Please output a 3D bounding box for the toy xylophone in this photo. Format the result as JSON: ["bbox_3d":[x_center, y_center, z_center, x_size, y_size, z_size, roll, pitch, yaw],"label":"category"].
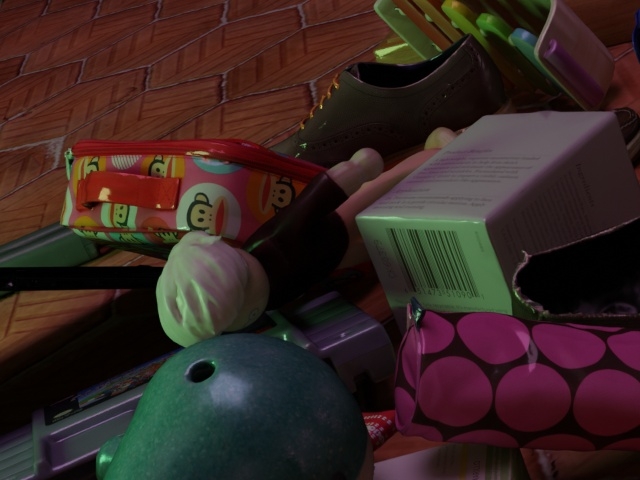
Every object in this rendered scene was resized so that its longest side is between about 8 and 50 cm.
[{"bbox_3d":[0.175,-0.244,2.060,0.081,0.236,0.323,-55,28,-7],"label":"toy xylophone"}]

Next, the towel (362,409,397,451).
[{"bbox_3d":[-0.084,0.207,1.436,0.275,0.031,0.199,-34,11,-27],"label":"towel"}]

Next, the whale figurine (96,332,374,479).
[{"bbox_3d":[-0.093,0.168,1.276,0.272,0.141,0.216,-38,38,-24],"label":"whale figurine"}]

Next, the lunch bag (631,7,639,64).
[{"bbox_3d":[0.353,-0.153,1.781,0.096,0.129,0.151,-26,21,-9],"label":"lunch bag"}]

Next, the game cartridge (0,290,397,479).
[{"bbox_3d":[-0.123,0.140,1.599,0.355,0.068,0.230,-23,13,-6],"label":"game cartridge"}]

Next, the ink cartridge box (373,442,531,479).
[{"bbox_3d":[0.028,0.220,1.306,0.235,0.056,0.171,-16,21,14],"label":"ink cartridge box"}]

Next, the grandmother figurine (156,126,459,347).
[{"bbox_3d":[0.000,0.000,1.621,0.342,0.208,0.104,-26,58,-39],"label":"grandmother figurine"}]

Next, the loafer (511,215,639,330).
[{"bbox_3d":[0.299,0.015,1.366,0.366,0.130,0.134,-25,48,12],"label":"loafer"}]

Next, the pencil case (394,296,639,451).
[{"bbox_3d":[0.157,0.093,1.315,0.209,0.095,0.098,7,37,-5],"label":"pencil case"}]

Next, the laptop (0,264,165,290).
[{"bbox_3d":[-0.309,0.143,1.822,0.408,0.236,0.382,0,1,-20],"label":"laptop"}]

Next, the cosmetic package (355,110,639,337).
[{"bbox_3d":[0.159,0.000,1.569,0.151,0.151,0.184,4,33,48],"label":"cosmetic package"}]

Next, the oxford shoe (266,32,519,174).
[{"bbox_3d":[0.027,-0.124,2.059,0.364,0.132,0.130,-19,21,14],"label":"oxford shoe"}]

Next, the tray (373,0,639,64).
[{"bbox_3d":[0.285,-0.285,2.275,0.411,0.076,0.203,-11,24,29],"label":"tray"}]

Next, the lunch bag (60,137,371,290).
[{"bbox_3d":[-0.115,-0.031,1.826,0.258,0.120,0.293,14,-7,-39],"label":"lunch bag"}]

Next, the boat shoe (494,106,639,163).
[{"bbox_3d":[0.192,-0.077,1.813,0.257,0.095,0.095,-28,20,-11],"label":"boat shoe"}]

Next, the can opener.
[{"bbox_3d":[-0.292,-0.023,2.209,0.283,0.095,0.076,-22,19,3],"label":"can opener"}]
